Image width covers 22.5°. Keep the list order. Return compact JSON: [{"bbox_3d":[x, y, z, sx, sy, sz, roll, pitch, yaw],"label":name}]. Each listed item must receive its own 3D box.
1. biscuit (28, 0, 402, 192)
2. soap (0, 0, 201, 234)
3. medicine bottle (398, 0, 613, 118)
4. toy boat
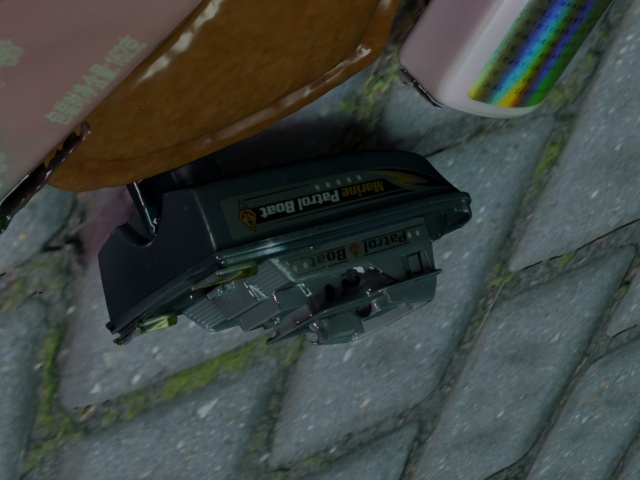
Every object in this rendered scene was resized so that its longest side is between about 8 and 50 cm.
[{"bbox_3d":[-0.060,-0.181,0.732,0.350,0.078,0.455,-38,153,3],"label":"biscuit"},{"bbox_3d":[-0.183,-0.076,0.603,0.218,0.098,0.273,25,130,-35],"label":"soap"},{"bbox_3d":[0.143,-0.177,0.969,0.115,0.078,0.219,-3,134,-47],"label":"medicine bottle"},{"bbox_3d":[0.000,0.003,1.006,0.296,0.122,0.114,-11,165,-48],"label":"toy boat"}]
